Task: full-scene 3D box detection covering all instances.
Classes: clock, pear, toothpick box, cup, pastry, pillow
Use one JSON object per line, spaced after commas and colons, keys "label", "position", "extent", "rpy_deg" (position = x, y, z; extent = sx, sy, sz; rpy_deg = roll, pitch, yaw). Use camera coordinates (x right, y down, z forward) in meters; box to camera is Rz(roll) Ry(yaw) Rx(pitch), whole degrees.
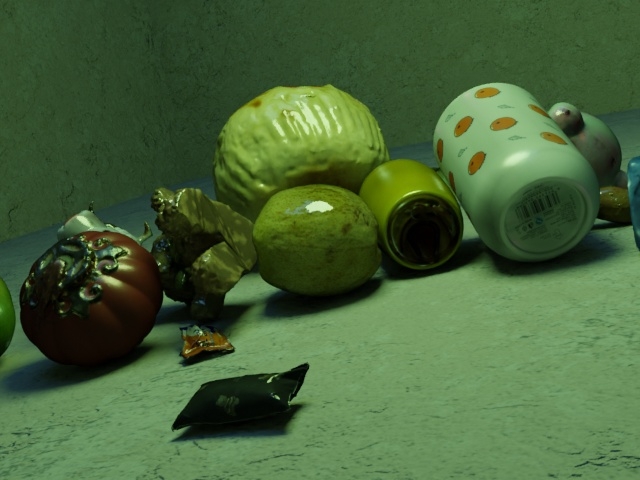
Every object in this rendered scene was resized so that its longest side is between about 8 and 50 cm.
{"label": "clock", "position": [-0.399, 0.040, 1.546], "extent": [0.189, 0.188, 0.254], "rpy_deg": [-16, -7, -18]}
{"label": "pear", "position": [0.000, 0.000, 1.429], "extent": [0.212, 0.188, 0.228], "rpy_deg": [5, 6, 6]}
{"label": "toothpick box", "position": [0.164, -0.045, 1.533], "extent": [0.175, 0.174, 0.271], "rpy_deg": [-12, 14, 0]}
{"label": "cup", "position": [0.325, -0.112, 1.423], "extent": [0.213, 0.212, 0.317], "rpy_deg": [-12, 30, 1]}
{"label": "pastry", "position": [-0.042, -0.156, 1.789], "extent": [0.389, 0.388, 0.312], "rpy_deg": [-14, 48, -11]}
{"label": "pillow", "position": [-0.088, 0.180, 0.973], "extent": [0.150, 0.048, 0.090], "rpy_deg": [-13, 2, 20]}

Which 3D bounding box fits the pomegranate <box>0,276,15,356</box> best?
{"label": "pomegranate", "position": [-0.633, 0.151, 1.405], "extent": [0.241, 0.189, 0.159], "rpy_deg": [-12, 37, -1]}

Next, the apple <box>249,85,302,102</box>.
{"label": "apple", "position": [-0.111, -0.275, 2.578], "extent": [0.364, 0.363, 0.364], "rpy_deg": [-12, 11, 2]}

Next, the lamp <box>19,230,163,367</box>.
{"label": "lamp", "position": [-0.359, 0.085, 1.325], "extent": [0.227, 0.226, 0.227], "rpy_deg": [-12, 11, 2]}

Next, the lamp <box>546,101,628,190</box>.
{"label": "lamp", "position": [0.442, -0.142, 1.704], "extent": [0.247, 0.247, 0.301], "rpy_deg": [-52, 23, -26]}

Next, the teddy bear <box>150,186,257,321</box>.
{"label": "teddy bear", "position": [-0.230, 0.023, 1.431], "extent": [0.223, 0.246, 0.296], "rpy_deg": [-27, -2, 16]}

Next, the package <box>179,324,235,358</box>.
{"label": "package", "position": [-0.177, 0.151, 1.273], "extent": [0.077, 0.033, 0.111], "rpy_deg": [8, 16, -25]}

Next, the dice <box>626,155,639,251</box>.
{"label": "dice", "position": [0.533, -0.061, 1.265], "extent": [0.143, 0.146, 0.146], "rpy_deg": [-5, 12, 25]}

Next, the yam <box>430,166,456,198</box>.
{"label": "yam", "position": [0.231, -0.119, 2.020], "extent": [0.107, 0.107, 0.194], "rpy_deg": [-17, 11, -25]}

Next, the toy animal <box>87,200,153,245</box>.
{"label": "toy animal", "position": [-0.492, -0.007, 2.071], "extent": [0.160, 0.197, 0.272], "rpy_deg": [-12, 6, -16]}

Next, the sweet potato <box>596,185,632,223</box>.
{"label": "sweet potato", "position": [0.545, -0.060, 1.483], "extent": [0.226, 0.068, 0.068], "rpy_deg": [3, 13, 7]}
